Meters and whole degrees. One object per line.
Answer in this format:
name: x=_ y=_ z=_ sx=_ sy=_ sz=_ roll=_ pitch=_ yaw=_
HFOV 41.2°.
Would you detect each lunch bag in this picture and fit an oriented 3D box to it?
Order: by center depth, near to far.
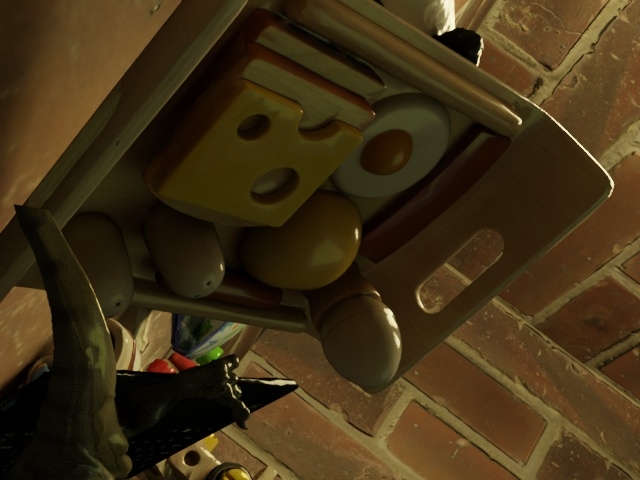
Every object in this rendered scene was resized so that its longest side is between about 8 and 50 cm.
lunch bag: x=-0.097 y=0.047 z=0.831 sx=0.151 sy=0.096 sz=0.129 roll=-62 pitch=178 yaw=-12

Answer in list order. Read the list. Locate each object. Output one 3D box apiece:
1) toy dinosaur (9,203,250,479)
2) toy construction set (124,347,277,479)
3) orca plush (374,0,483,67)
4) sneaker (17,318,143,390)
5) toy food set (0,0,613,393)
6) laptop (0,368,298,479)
toy dinosaur: x=-0.096 y=0.105 z=0.401 sx=0.064 sy=0.118 sz=0.268 roll=60 pitch=-41 yaw=48
toy construction set: x=-0.160 y=0.276 z=1.082 sx=0.257 sy=0.237 sz=0.309 roll=-55 pitch=176 yaw=30
orca plush: x=0.017 y=-0.146 z=0.457 sx=0.102 sy=0.151 sz=0.287 roll=-22 pitch=177 yaw=-3
sneaker: x=-0.205 y=0.131 z=0.610 sx=0.185 sy=0.070 sz=0.084 roll=-51 pitch=158 yaw=-32
toy food set: x=0.000 y=0.000 z=0.442 sx=0.306 sy=0.092 sz=0.220 roll=15 pitch=128 yaw=-48
laptop: x=-0.153 y=0.196 z=0.525 sx=0.264 sy=0.136 sz=0.234 roll=-31 pitch=158 yaw=20
